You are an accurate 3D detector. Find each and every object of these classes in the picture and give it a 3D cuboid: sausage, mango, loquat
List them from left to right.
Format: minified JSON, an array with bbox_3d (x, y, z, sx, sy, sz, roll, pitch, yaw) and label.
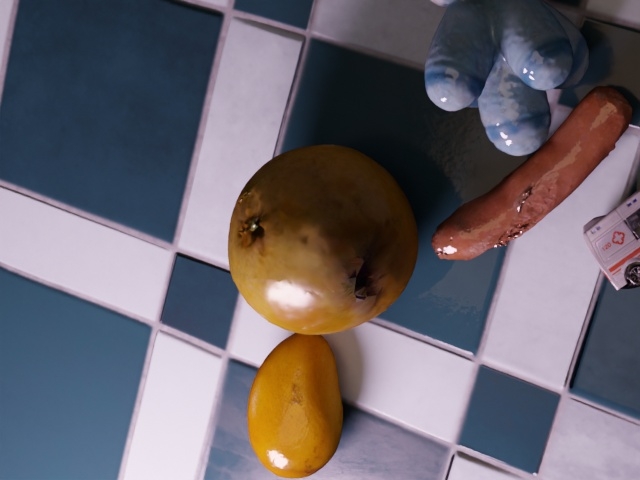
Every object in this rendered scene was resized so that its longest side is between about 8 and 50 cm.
[{"bbox_3d":[-0.033,0.236,1.833,0.145,0.112,0.219,7,88,23],"label":"mango"},{"bbox_3d":[0.000,0.000,1.720,0.263,0.263,0.263,3,99,23],"label":"loquat"},{"bbox_3d":[0.281,-0.075,1.666,0.087,0.079,0.326,43,112,-9],"label":"sausage"}]

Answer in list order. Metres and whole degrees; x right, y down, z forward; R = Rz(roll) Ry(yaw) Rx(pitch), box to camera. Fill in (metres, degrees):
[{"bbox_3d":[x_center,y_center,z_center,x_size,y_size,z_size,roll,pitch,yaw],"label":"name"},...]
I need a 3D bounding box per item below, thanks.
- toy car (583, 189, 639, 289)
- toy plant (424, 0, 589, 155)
[{"bbox_3d":[0.439,-0.027,1.600,0.210,0.089,0.108,-38,76,26],"label":"toy car"},{"bbox_3d":[0.220,-0.269,1.592,0.247,0.247,0.332,-10,95,24],"label":"toy plant"}]
